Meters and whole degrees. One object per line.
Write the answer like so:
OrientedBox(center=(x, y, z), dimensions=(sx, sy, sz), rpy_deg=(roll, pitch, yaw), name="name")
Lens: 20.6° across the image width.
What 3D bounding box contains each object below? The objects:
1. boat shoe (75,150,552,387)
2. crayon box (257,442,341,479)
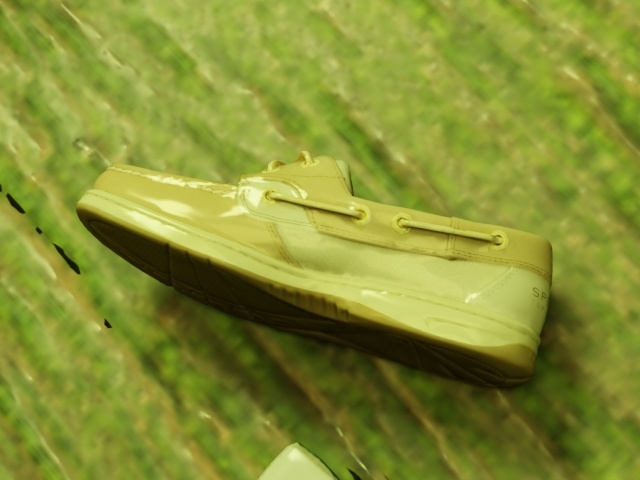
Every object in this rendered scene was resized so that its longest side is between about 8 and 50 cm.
OrientedBox(center=(0.000, 0.000, 0.618), dimensions=(0.170, 0.063, 0.059), rpy_deg=(18, 73, 8), name="boat shoe")
OrientedBox(center=(-0.032, 0.250, 0.520), dimensions=(0.203, 0.083, 0.323), rpy_deg=(38, 82, 22), name="crayon box")
